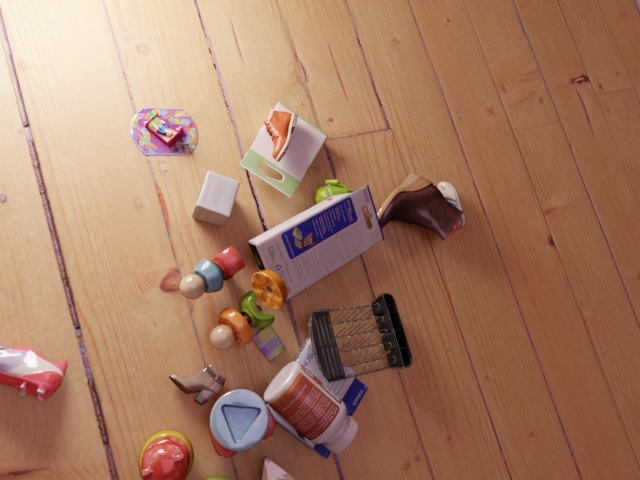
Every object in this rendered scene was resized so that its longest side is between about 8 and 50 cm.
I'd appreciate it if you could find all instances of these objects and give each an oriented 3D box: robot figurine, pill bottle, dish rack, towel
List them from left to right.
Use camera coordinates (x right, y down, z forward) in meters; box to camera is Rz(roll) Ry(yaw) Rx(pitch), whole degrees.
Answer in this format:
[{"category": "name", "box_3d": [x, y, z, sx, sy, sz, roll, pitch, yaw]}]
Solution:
[{"category": "towel", "box_3d": [-0.132, 0.262, 1.324, 0.060, 0.009, 0.083, -37, 93, -27]}, {"category": "pill bottle", "box_3d": [-0.019, 0.399, 1.221, 0.216, 0.121, 0.121, 44, 65, -6]}, {"category": "robot figurine", "box_3d": [0.037, -0.123, 1.462, 0.115, 0.067, 0.101, -9, 104, -25]}, {"category": "dish rack", "box_3d": [0.101, 0.257, 1.356, 0.272, 0.074, 0.208, -2, 67, -36]}]

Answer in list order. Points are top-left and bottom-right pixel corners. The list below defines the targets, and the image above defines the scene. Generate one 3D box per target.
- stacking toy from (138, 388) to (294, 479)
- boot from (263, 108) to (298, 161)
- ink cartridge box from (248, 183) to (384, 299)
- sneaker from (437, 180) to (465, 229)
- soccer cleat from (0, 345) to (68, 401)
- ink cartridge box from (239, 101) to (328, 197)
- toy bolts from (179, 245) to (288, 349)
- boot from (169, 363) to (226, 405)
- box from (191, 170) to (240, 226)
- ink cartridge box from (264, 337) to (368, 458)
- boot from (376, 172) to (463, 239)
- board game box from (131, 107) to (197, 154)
[{"category": "stacking toy", "box_3d": [-0.215, 0.497, 1.132, 0.309, 0.130, 0.279, -32, 84, -19]}, {"category": "boot", "box_3d": [-0.119, -0.285, 1.391, 0.085, 0.059, 0.157, 18, 63, -13]}, {"category": "ink cartridge box", "box_3d": [0.000, 0.000, 1.383, 0.371, 0.069, 0.175, -29, 113, -24]}, {"category": "sneaker", "box_3d": [0.394, -0.107, 1.612, 0.075, 0.057, 0.161, -17, 86, -30]}, {"category": "soccer cleat", "box_3d": [-0.661, 0.252, 1.079, 0.248, 0.083, 0.095, 26, 38, -9]}, {"category": "ink cartridge box", "box_3d": [-0.104, -0.249, 1.444, 0.171, 0.056, 0.235, 33, 70, -11]}, {"category": "toy bolts", "box_3d": [-0.216, 0.132, 1.218, 0.228, 0.218, 0.158, 51, 50, 4]}, {"category": "boot", "box_3d": [-0.288, 0.330, 1.228, 0.118, 0.042, 0.087, 44, 58, -7]}, {"category": "box", "box_3d": [-0.267, -0.103, 1.312, 0.087, 0.102, 0.101, 19, 69, -15]}, {"category": "ink cartridge box", "box_3d": [-0.004, 0.405, 1.320, 0.224, 0.045, 0.223, 39, 65, -9]}, {"category": "boot", "box_3d": [0.289, -0.072, 1.521, 0.207, 0.090, 0.248, 42, 64, 6]}, {"category": "board game box", "box_3d": [-0.403, -0.291, 1.342, 0.169, 0.033, 0.133, -4, 78, -24]}]
